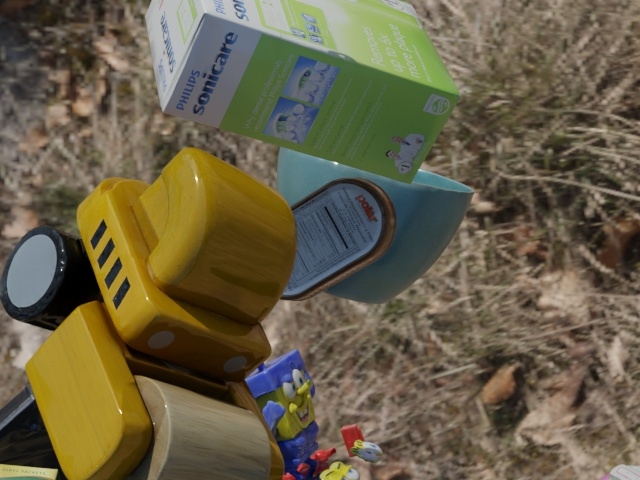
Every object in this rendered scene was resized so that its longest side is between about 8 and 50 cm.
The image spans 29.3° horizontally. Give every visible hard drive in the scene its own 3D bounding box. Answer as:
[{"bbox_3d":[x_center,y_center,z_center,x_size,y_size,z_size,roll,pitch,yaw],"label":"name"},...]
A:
[{"bbox_3d":[-0.309,0.271,1.504,0.172,0.254,0.054,-41,43,15],"label":"hard drive"}]

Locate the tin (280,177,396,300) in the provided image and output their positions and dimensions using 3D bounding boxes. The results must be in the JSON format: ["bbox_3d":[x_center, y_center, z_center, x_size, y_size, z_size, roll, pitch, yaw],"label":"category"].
[{"bbox_3d":[0.000,0.000,1.440,0.189,0.040,0.106,-32,83,17],"label":"tin"}]

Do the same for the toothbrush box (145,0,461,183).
[{"bbox_3d":[-0.024,-0.193,1.272,0.122,0.283,0.206,-63,26,30],"label":"toothbrush box"}]

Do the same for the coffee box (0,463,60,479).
[{"bbox_3d":[-0.358,0.331,1.340,0.113,0.184,0.040,6,137,2],"label":"coffee box"}]

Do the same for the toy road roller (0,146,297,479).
[{"bbox_3d":[-0.123,0.071,1.106,0.240,0.202,0.329,-44,50,19],"label":"toy road roller"}]

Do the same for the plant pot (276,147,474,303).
[{"bbox_3d":[0.060,-0.019,1.798,0.290,0.290,0.195,21,101,35],"label":"plant pot"}]

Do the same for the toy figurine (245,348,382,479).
[{"bbox_3d":[-0.083,0.235,1.534,0.191,0.362,0.217,-18,93,25],"label":"toy figurine"}]

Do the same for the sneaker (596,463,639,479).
[{"bbox_3d":[0.275,0.260,1.147,0.111,0.252,0.103,-41,71,19],"label":"sneaker"}]
